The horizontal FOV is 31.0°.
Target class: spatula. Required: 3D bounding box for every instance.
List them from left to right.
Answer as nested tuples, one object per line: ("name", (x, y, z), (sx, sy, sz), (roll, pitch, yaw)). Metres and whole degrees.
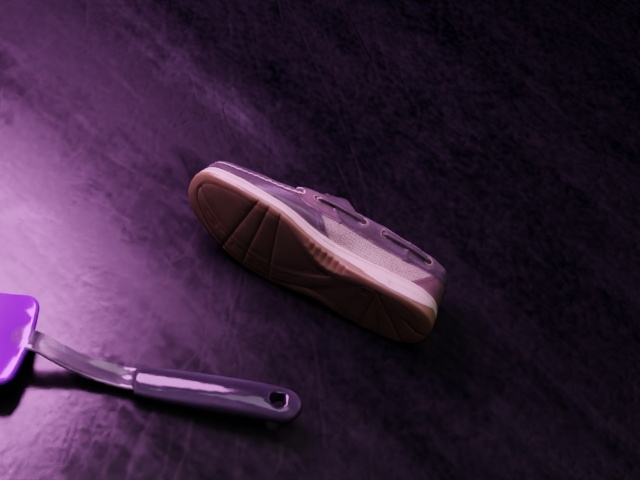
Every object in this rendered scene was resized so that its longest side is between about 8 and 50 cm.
("spatula", (-0.158, 0.093, 0.852), (0.296, 0.030, 0.084), (13, 51, -4))

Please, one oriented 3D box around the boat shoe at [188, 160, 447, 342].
("boat shoe", (0.001, 0.000, 0.933), (0.223, 0.080, 0.073), (31, 48, 2))
